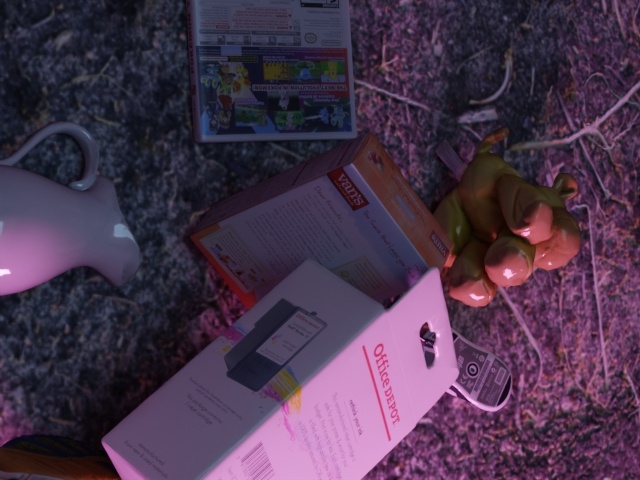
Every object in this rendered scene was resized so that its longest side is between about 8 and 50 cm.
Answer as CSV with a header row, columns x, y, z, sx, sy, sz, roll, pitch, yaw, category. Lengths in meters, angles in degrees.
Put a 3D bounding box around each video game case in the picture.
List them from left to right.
x,y,z,sx,sy,sz,roll,pitch,yaw,category
-0.053,-0.201,1.589,0.201,0.023,0.183,-4,91,-32,video game case

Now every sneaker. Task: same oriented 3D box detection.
x,y,z,sx,sy,sz,roll,pitch,yaw,category
-0.288,0.268,1.358,0.296,0.112,0.131,1,108,-61,sneaker

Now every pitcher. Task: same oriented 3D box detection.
x,y,z,sx,sy,sz,roll,pitch,yaw,category
-0.293,-0.035,1.396,0.207,0.125,0.177,-2,69,-41,pitcher

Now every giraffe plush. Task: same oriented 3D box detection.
x,y,z,sx,sy,sz,roll,pitch,yaw,category
0.233,-0.018,1.696,0.170,0.181,0.210,20,44,-39,giraffe plush

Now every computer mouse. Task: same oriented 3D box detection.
x,y,z,sx,sy,sz,roll,pitch,yaw,category
0.144,0.140,1.689,0.193,0.042,0.106,36,67,-19,computer mouse

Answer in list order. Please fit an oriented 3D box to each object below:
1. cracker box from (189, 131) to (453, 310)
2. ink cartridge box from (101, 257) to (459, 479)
x,y,z,sx,sy,sz,roll,pitch,yaw,category
0.000,0.000,1.493,0.155,0.232,0.067,53,39,-19,cracker box
-0.026,0.167,1.438,0.353,0.119,0.207,-41,141,-22,ink cartridge box
